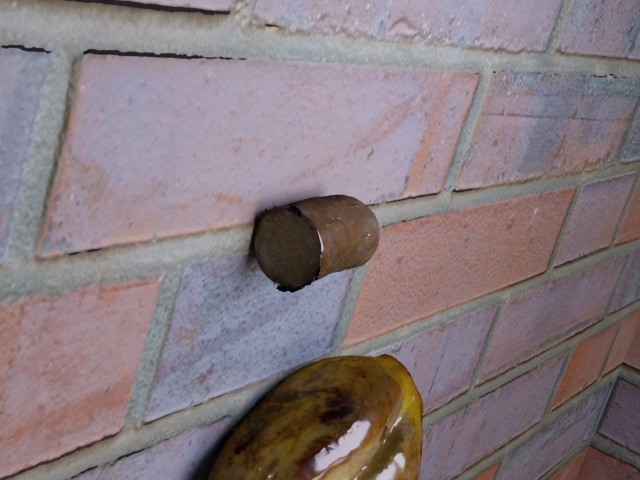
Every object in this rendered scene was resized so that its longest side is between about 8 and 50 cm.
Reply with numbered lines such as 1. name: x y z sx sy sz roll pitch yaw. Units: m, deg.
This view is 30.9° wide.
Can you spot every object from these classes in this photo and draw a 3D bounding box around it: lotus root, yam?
1. lotus root: 0.008 0.238 1.220 0.291 0.193 0.193 -43 147 -39
2. yam: -0.003 -0.002 1.103 0.127 0.084 0.084 -19 129 -61
